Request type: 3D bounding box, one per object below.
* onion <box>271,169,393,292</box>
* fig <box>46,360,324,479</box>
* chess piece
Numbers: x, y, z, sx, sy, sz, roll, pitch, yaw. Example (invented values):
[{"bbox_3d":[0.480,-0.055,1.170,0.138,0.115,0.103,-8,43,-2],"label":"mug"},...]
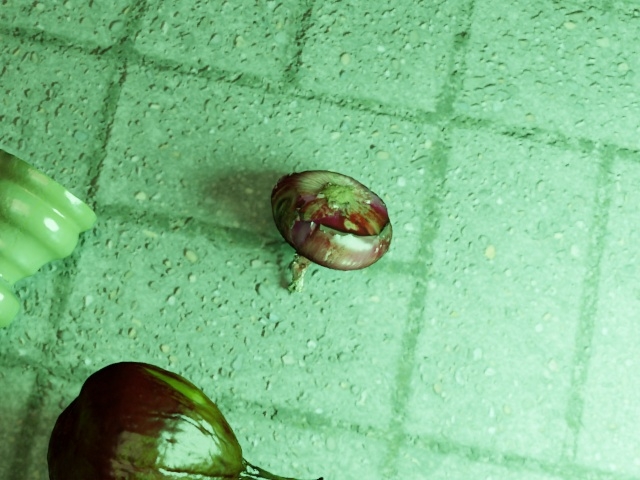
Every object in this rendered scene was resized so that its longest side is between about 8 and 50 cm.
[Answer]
[{"bbox_3d":[0.000,0.000,1.681,0.150,0.140,0.150,19,27,-10],"label":"onion"},{"bbox_3d":[-0.142,0.213,1.565,0.290,0.190,0.190,-8,70,-24],"label":"fig"},{"bbox_3d":[-0.376,0.039,1.624,0.144,0.144,0.251,31,78,7],"label":"chess piece"}]
